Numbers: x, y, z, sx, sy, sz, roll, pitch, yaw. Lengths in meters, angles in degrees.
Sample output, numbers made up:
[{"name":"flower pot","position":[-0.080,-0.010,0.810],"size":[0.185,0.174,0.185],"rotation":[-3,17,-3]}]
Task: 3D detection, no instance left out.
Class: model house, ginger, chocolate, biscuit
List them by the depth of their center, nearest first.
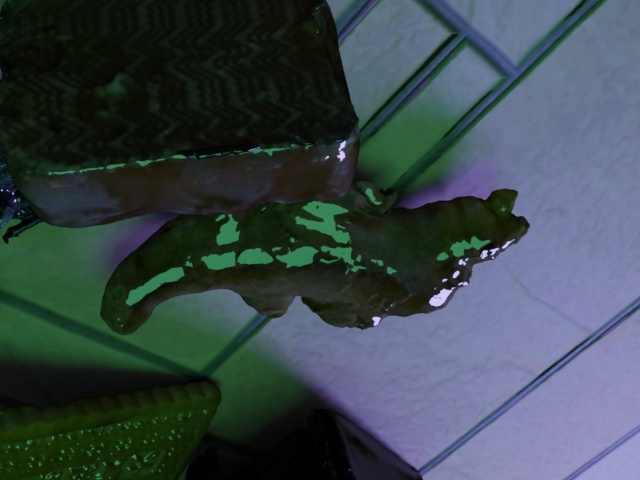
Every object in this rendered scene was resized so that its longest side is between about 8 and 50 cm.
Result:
[{"name":"chocolate","position":[-0.089,-0.082,0.531],"size":[0.214,0.148,0.093],"rotation":[-6,148,-9]},{"name":"ginger","position":[0.002,0.000,0.680],"size":[0.332,0.080,0.166],"rotation":[5,113,-13]},{"name":"biscuit","position":[-0.219,0.201,0.761],"size":[0.254,0.029,0.172],"rotation":[-1,133,-40]},{"name":"model house","position":[-0.024,0.351,0.825],"size":[0.282,0.317,0.297],"rotation":[-34,123,8]}]

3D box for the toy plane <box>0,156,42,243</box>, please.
[{"name":"toy plane","position":[-0.257,-0.028,0.580],"size":[0.189,0.061,0.130],"rotation":[-33,132,12]}]
